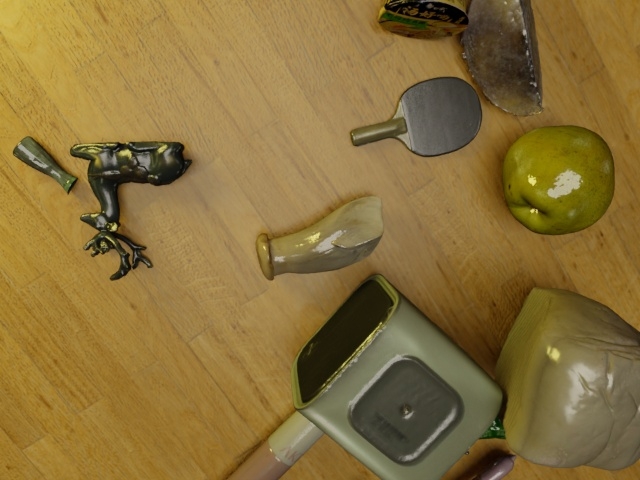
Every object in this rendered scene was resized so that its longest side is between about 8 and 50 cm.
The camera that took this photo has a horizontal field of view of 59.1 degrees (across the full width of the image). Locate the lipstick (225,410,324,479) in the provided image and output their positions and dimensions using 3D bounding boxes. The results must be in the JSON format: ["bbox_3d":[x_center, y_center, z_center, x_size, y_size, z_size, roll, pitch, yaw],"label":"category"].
[{"bbox_3d":[-0.099,0.426,1.081,0.070,0.070,0.254,44,93,-11],"label":"lipstick"}]

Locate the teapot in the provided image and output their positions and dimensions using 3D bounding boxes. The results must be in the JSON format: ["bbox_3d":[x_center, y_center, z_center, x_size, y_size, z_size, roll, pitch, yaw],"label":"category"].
[{"bbox_3d":[-0.468,-0.127,0.969,0.110,0.043,0.043,41,94,-15],"label":"teapot"}]

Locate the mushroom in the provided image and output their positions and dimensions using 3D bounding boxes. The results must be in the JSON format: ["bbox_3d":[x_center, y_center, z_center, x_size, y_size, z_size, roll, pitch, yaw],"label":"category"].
[{"bbox_3d":[0.006,0.006,1.009,0.246,0.096,0.108,-19,126,1],"label":"mushroom"}]

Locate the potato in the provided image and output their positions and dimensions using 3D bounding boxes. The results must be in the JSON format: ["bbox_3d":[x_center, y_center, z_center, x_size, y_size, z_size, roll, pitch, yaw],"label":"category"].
[{"bbox_3d":[0.320,-0.354,0.992,0.120,0.100,0.261,-3,120,33],"label":"potato"}]

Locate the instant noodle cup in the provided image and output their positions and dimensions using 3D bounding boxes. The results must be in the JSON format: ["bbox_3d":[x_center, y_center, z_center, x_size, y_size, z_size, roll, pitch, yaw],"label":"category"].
[{"bbox_3d":[0.177,-0.416,0.930,0.151,0.151,0.122,10,89,-7],"label":"instant noodle cup"}]

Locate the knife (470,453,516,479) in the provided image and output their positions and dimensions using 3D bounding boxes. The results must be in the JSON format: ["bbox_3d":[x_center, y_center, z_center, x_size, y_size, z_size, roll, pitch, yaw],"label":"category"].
[{"bbox_3d":[0.229,0.546,1.105,0.398,0.132,0.038,-37,73,-4],"label":"knife"}]

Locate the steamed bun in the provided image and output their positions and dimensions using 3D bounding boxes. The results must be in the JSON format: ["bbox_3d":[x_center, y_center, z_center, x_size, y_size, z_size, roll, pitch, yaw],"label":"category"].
[{"bbox_3d":[0.434,0.225,0.928,0.236,0.383,0.247,20,101,13],"label":"steamed bun"}]

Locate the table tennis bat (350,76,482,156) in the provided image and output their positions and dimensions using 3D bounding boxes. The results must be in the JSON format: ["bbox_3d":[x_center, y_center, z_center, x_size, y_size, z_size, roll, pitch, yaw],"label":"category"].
[{"bbox_3d":[0.175,-0.213,1.022,0.246,0.022,0.138,-15,101,-4],"label":"table tennis bat"}]

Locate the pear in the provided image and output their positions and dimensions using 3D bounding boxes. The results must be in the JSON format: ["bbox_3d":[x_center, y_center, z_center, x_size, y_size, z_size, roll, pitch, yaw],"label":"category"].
[{"bbox_3d":[0.411,-0.105,0.984,0.198,0.198,0.199,-1,100,-5],"label":"pear"}]

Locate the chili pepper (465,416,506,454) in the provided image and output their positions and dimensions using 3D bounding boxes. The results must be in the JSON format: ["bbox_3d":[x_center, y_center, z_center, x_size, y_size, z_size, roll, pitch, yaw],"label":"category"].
[{"bbox_3d":[0.382,0.354,1.111,0.256,0.074,0.100,0,99,-6],"label":"chili pepper"}]

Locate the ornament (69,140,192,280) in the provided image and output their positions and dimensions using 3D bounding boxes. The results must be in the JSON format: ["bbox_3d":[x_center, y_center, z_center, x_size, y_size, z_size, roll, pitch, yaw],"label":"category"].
[{"bbox_3d":[-0.317,-0.050,0.978,0.201,0.080,0.237,-2,97,-2],"label":"ornament"}]

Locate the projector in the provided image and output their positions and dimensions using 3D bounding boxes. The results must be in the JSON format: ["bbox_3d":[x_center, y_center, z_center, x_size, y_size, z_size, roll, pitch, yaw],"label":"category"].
[{"bbox_3d":[0.120,0.241,0.978,0.249,0.248,0.248,42,94,-10],"label":"projector"}]
